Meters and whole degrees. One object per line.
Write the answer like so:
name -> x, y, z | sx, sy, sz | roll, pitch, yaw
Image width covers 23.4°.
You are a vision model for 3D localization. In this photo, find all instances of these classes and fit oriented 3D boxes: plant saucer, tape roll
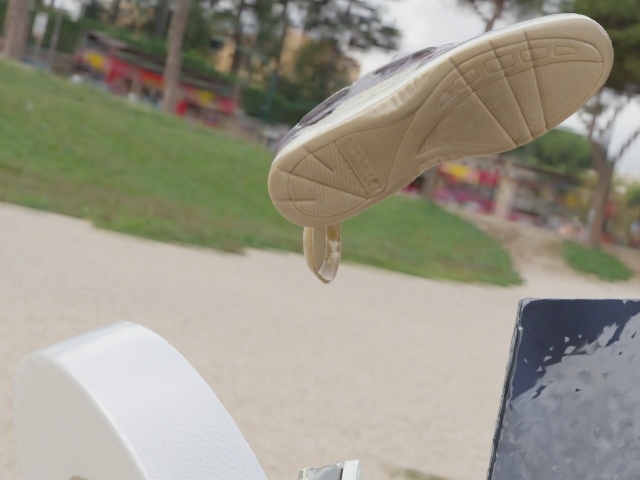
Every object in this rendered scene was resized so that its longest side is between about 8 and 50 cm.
plant saucer -> 0.000, 0.000, 1.456 | 0.015, 0.083, 0.083 | 0, -3, 19
tape roll -> -0.100, 0.246, 1.047 | 0.072, 0.392, 0.392 | -21, 18, -25

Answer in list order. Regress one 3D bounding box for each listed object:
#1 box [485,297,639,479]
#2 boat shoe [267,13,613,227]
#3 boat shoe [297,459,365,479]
box -> 0.270, 0.237, 1.286 | 0.182, 0.294, 0.296 | -2, -28, 31
boat shoe -> 0.086, -0.108, 1.210 | 0.103, 0.285, 0.092 | 58, 9, -33
boat shoe -> -0.007, 0.379, 1.919 | 0.091, 0.109, 0.305 | -4, 25, 12
